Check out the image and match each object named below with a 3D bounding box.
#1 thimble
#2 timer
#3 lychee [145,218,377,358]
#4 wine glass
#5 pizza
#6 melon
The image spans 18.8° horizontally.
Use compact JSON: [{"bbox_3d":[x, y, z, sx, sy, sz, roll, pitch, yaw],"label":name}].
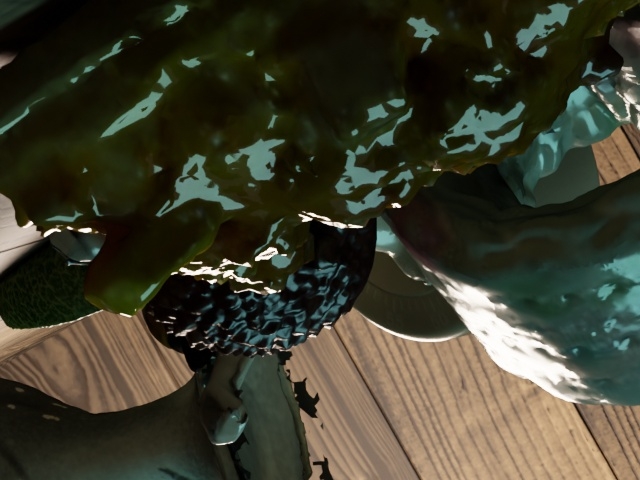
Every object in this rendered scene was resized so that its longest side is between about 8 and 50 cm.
[{"bbox_3d":[0.133,-0.036,0.846,0.211,0.185,0.149,-13,143,22],"label":"thimble"},{"bbox_3d":[0.000,0.000,1.011,0.266,0.175,0.175,-23,176,-41],"label":"timer"},{"bbox_3d":[-0.034,-0.005,0.869,0.123,0.123,0.129,-29,-173,-37],"label":"lychee"},{"bbox_3d":[-0.182,0.147,1.084,0.357,0.190,0.190,-20,-179,9],"label":"wine glass"},{"bbox_3d":[0.052,-0.078,0.552,0.268,0.087,0.258,-32,-178,12],"label":"pizza"},{"bbox_3d":[-0.140,0.005,1.173,0.261,0.053,0.114,-24,-157,51],"label":"melon"}]
